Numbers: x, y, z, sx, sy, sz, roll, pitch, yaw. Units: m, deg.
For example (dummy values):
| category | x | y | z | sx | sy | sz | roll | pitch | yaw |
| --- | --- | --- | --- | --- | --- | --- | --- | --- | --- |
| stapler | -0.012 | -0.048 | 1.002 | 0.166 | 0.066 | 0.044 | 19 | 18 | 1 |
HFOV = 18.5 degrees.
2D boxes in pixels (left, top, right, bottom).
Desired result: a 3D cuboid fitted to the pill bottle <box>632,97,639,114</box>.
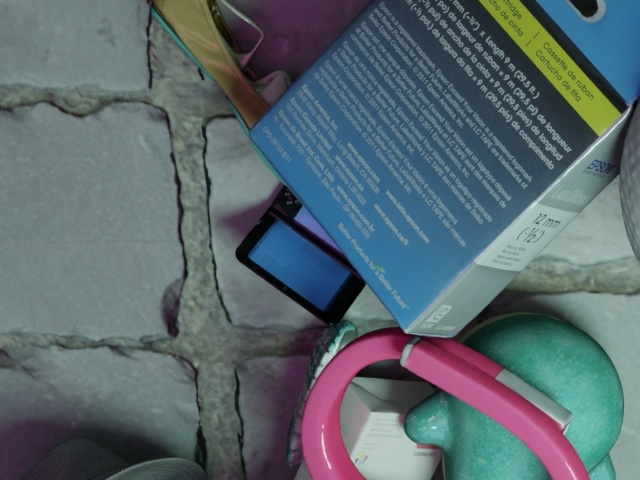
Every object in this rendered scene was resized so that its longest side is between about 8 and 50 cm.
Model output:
| category | x | y | z | sx | sy | sz | roll | pitch | yaw |
| --- | --- | --- | --- | --- | --- | --- | --- | --- | --- |
| pill bottle | 0.345 | -0.111 | 1.704 | 0.160 | 0.160 | 0.283 | -6 | 111 | 16 |

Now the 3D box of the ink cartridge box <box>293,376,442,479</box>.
| category | x | y | z | sx | sy | sz | roll | pitch | yaw |
| --- | --- | --- | --- | --- | --- | --- | --- | --- | --- |
| ink cartridge box | 0.042 | 0.234 | 1.924 | 0.067 | 0.115 | 0.198 | 48 | 122 | 45 |

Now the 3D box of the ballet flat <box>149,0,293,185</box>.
| category | x | y | z | sx | sy | sz | roll | pitch | yaw |
| --- | --- | --- | --- | --- | --- | --- | --- | --- | --- |
| ballet flat | -0.070 | -0.158 | 1.858 | 0.073 | 0.080 | 0.232 | -37 | 94 | 10 |

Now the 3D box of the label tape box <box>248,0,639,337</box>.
| category | x | y | z | sx | sy | sz | roll | pitch | yaw |
| --- | --- | --- | --- | --- | --- | --- | --- | --- | --- |
| label tape box | 0.139 | -0.121 | 1.712 | 0.348 | 0.115 | 0.249 | -45 | 66 | 16 |

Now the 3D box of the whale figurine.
| category | x | y | z | sx | sy | sz | roll | pitch | yaw |
| --- | --- | --- | --- | --- | --- | --- | --- | --- | --- |
| whale figurine | 0.182 | 0.204 | 1.836 | 0.216 | 0.141 | 0.272 | 20 | 93 | -11 |

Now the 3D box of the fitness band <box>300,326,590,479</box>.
| category | x | y | z | sx | sy | sz | roll | pitch | yaw |
| --- | --- | --- | --- | --- | --- | --- | --- | --- | --- |
| fitness band | 0.115 | 0.204 | 1.776 | 0.291 | 0.054 | 0.209 | 32 | 118 | 16 |

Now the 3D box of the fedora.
| category | x | y | z | sx | sy | sz | roll | pitch | yaw |
| --- | --- | --- | --- | --- | --- | --- | --- | --- | --- |
| fedora | -0.248 | 0.299 | 1.998 | 0.124 | 0.243 | 0.275 | 38 | 121 | 33 |

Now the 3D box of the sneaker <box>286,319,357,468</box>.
| category | x | y | z | sx | sy | sz | roll | pitch | yaw |
| --- | --- | --- | --- | --- | --- | --- | --- | --- | --- |
| sneaker | 0.019 | 0.156 | 1.950 | 0.076 | 0.065 | 0.166 | 14 | 114 | -7 |

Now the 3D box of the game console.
| category | x | y | z | sx | sy | sz | roll | pitch | yaw |
| --- | --- | --- | --- | --- | --- | --- | --- | --- | --- |
| game console | 0.000 | 0.000 | 1.892 | 0.122 | 0.071 | 0.107 | 36 | 112 | 1 |

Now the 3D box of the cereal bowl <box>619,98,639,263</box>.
| category | x | y | z | sx | sy | sz | roll | pitch | yaw |
| --- | --- | --- | --- | --- | --- | --- | --- | --- | --- |
| cereal bowl | 0.418 | -0.042 | 1.568 | 0.338 | 0.141 | 0.339 | -4 | 115 | -8 |
